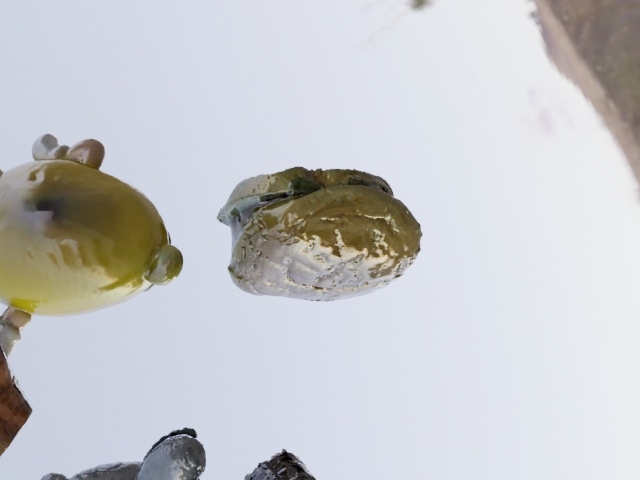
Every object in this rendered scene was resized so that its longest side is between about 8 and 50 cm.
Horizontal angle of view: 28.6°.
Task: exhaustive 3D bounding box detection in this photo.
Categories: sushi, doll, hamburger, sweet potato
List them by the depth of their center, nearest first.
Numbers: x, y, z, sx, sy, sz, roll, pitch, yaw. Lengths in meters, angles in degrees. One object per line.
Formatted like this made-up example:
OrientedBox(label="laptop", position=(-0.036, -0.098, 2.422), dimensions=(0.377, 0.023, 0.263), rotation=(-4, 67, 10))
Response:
OrientedBox(label="sweet potato", position=(-0.343, 0.109, 1.193), dimensions=(0.097, 0.097, 0.251), rotation=(-65, -39, -65))
OrientedBox(label="doll", position=(-0.143, 0.322, 1.431), dimensions=(0.246, 0.340, 0.158), rotation=(66, -153, -21))
OrientedBox(label="sushi", position=(-0.067, 0.348, 1.621), dimensions=(0.090, 0.150, 0.078), rotation=(33, -175, -46))
OrientedBox(label="doll", position=(-0.401, 0.001, 1.644), dimensions=(0.423, 0.348, 0.161), rotation=(49, -179, 29))
OrientedBox(label="hamburger", position=(-0.002, 0.001, 1.807), dimensions=(0.285, 0.265, 0.134), rotation=(1, -111, -20))
